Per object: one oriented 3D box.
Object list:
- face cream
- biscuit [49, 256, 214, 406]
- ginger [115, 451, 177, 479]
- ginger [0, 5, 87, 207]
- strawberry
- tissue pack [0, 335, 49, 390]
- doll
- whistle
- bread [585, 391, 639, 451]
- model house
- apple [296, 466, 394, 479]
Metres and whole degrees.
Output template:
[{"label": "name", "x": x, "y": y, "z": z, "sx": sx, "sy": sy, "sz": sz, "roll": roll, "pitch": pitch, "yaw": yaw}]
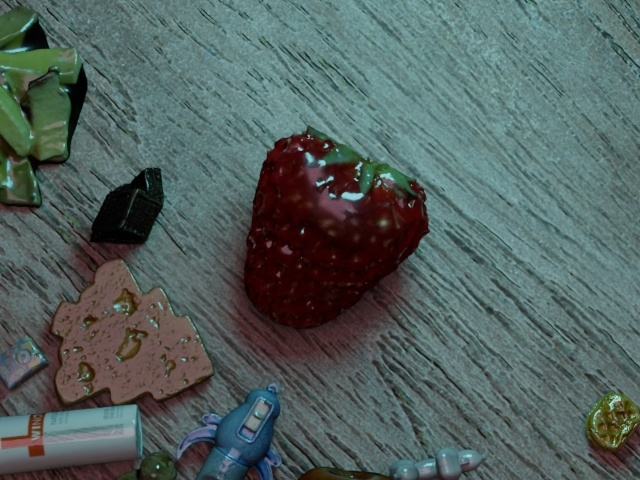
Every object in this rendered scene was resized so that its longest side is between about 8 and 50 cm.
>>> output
[{"label": "face cream", "x": -0.486, "y": 0.348, "z": 1.805, "sx": 0.346, "sy": 0.102, "sz": 0.102, "roll": -5, "pitch": 77, "yaw": -6}, {"label": "biscuit", "x": -0.336, "y": 0.191, "z": 1.881, "sx": 0.306, "sy": 0.043, "sz": 0.283, "roll": 21, "pitch": 75, "yaw": 0}, {"label": "ginger", "x": -0.334, "y": 0.445, "z": 1.801, "sx": 0.204, "sy": 0.080, "sz": 0.104, "roll": -34, "pitch": 75, "yaw": -8}, {"label": "ginger", "x": -0.611, "y": -0.251, "z": 1.891, "sx": 0.358, "sy": 0.211, "sz": 0.413, "roll": 36, "pitch": 77, "yaw": 3}, {"label": "strawberry", "x": 0.000, "y": 0.000, "z": 1.842, "sx": 0.318, "sy": 0.295, "sz": 0.345, "roll": 25, "pitch": 94, "yaw": -33}, {"label": "tissue pack", "x": -0.538, "y": 0.220, "z": 1.866, "sx": 0.083, "sy": 0.035, "sz": 0.063, "roll": -38, "pitch": 81, "yaw": -11}, {"label": "doll", "x": 0.201, "y": 0.392, "z": 1.802, "sx": 0.161, "sy": 0.160, "sz": 0.059, "roll": -11, "pitch": 76, "yaw": -4}, {"label": "whistle", "x": -0.147, "y": 0.367, "z": 1.832, "sx": 0.180, "sy": 0.093, "sz": 0.269, "roll": 33, "pitch": 83, "yaw": -1}, {"label": "bread", "x": 0.529, "y": 0.329, "z": 1.897, "sx": 0.083, "sy": 0.044, "sz": 0.110, "roll": 38, "pitch": 76, "yaw": 10}, {"label": "model house", "x": -0.344, "y": -0.068, "z": 1.890, "sx": 0.106, "sy": 0.152, "sz": 0.165, "roll": 20, "pitch": 78, "yaw": -5}, {"label": "apple", "x": 0.046, "y": 0.468, "z": 1.750, "sx": 0.235, "sy": 0.210, "sz": 0.173, "roll": -1, "pitch": 88, "yaw": -17}]
